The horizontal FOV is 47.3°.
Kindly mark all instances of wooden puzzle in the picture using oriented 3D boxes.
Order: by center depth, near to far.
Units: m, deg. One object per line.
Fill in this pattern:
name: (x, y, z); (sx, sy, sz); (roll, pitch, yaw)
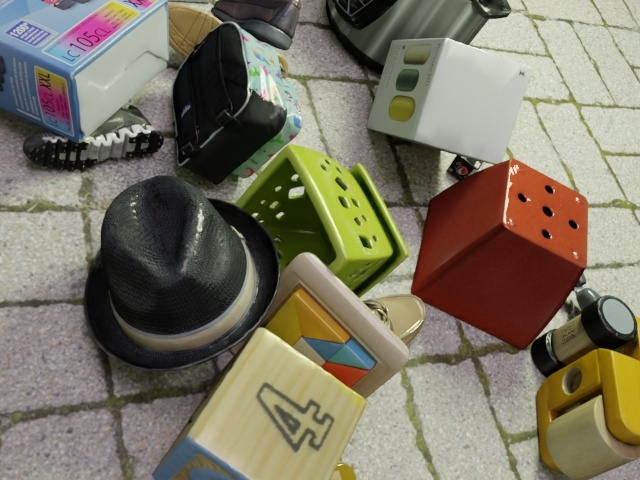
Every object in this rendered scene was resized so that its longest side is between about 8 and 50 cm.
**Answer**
wooden puzzle: (-0.015, 0.166, 1.103); (0.221, 0.239, 0.044); (45, 34, 5)

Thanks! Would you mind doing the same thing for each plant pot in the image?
plant pot: (0.000, 0.000, 1.221); (0.207, 0.228, 0.227); (0, 56, -46)
plant pot: (0.367, 0.006, 1.409); (0.267, 0.236, 0.267); (26, 51, -11)

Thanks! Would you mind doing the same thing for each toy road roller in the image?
toy road roller: (0.549, 0.282, 1.343); (0.240, 0.202, 0.329); (23, 50, -13)

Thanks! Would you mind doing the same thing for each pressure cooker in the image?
pressure cooker: (0.242, -0.618, 1.635); (0.370, 0.420, 0.375); (28, 51, -10)

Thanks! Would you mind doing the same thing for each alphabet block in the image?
alphabet block: (-0.084, 0.278, 1.022); (0.193, 0.192, 0.197); (37, 49, -4)

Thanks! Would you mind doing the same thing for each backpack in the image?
backpack: (-0.159, -0.252, 1.314); (0.191, 0.225, 0.253); (18, 44, -45)

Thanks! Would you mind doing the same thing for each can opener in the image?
can opener: (0.542, 0.071, 1.548); (0.076, 0.095, 0.283); (-6, 69, -32)

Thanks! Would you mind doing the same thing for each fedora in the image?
fedora: (-0.222, 0.019, 1.060); (0.334, 0.152, 0.334); (-8, 47, 8)

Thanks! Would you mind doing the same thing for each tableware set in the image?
tableware set: (0.047, 0.407, 1.116); (0.154, 0.024, 0.104); (36, 53, -3)

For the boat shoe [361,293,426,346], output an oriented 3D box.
boat shoe: (0.079, 0.152, 1.249); (0.302, 0.098, 0.109); (-16, 68, -35)

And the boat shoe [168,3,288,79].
boat shoe: (-0.202, -0.384, 1.463); (0.277, 0.098, 0.096); (23, 9, -26)

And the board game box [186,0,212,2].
board game box: (-0.360, -0.643, 1.572); (0.193, 0.053, 0.305); (-7, 64, -31)

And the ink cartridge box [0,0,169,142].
ink cartridge box: (-0.491, -0.356, 1.212); (0.395, 0.151, 0.270); (23, 48, 10)

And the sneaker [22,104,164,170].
sneaker: (-0.392, -0.184, 1.241); (0.234, 0.078, 0.106); (-14, 61, -35)

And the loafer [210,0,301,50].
loafer: (-0.122, -0.450, 1.448); (0.109, 0.095, 0.302); (24, 9, -36)

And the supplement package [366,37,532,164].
supplement package: (0.250, -0.285, 1.483); (0.198, 0.199, 0.262); (13, 10, -20)

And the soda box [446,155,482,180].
soda box: (0.349, -0.203, 1.652); (0.053, 0.060, 0.169); (38, 50, 1)
